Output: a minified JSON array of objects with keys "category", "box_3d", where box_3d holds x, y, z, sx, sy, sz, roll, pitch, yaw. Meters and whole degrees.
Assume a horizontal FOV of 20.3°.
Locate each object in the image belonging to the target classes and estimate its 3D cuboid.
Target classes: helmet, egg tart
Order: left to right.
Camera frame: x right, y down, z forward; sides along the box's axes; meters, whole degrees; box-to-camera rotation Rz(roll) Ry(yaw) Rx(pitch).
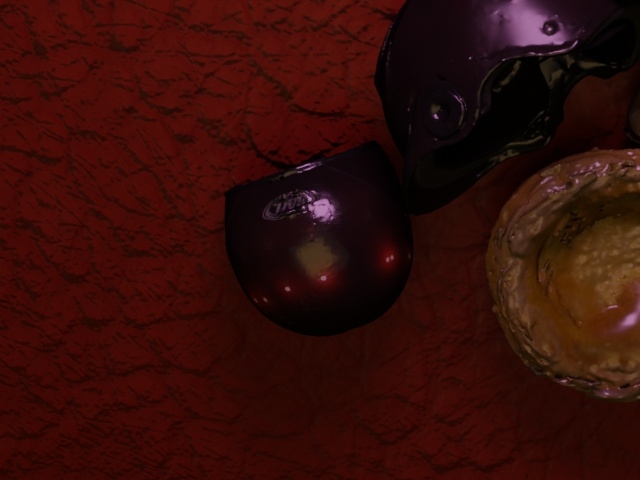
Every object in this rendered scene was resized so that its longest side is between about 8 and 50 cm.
[{"category":"helmet","box_3d":[0.000,0.000,1.857,0.189,0.193,0.216,-19,140,13]},{"category":"helmet","box_3d":[0.155,-0.180,1.733,0.305,0.225,0.177,-38,76,18]},{"category":"egg tart","box_3d":[0.308,0.031,1.853,0.288,0.118,0.288,1,109,2]}]

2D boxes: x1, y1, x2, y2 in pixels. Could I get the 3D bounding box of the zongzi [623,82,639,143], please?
[{"category":"zongzi","box_3d":[0.351,-0.203,1.760,0.205,0.094,0.204,-31,104,19]}]
